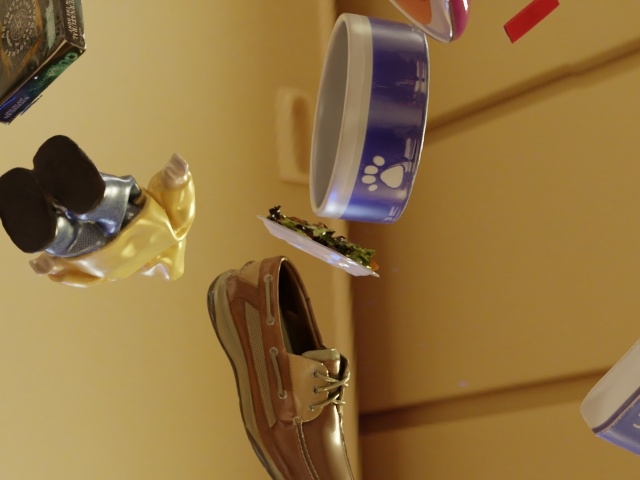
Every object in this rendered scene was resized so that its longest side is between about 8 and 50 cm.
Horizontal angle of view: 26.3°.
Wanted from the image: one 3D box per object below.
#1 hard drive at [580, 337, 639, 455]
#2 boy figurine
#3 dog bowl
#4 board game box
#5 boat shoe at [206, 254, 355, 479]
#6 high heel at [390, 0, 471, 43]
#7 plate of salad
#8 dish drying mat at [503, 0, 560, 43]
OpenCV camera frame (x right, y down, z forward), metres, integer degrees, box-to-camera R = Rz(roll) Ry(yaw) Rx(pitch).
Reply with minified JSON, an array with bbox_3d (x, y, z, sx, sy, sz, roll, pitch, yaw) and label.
[{"bbox_3d":[0.384,0.121,1.077,0.210,0.318,0.040,-51,-147,20],"label":"hard drive"},{"bbox_3d":[-0.191,-0.021,1.316,0.177,0.285,0.092,-38,-106,9],"label":"boy figurine"},{"bbox_3d":[0.060,-0.156,1.777,0.265,0.104,0.265,-173,-90,-81],"label":"dog bowl"},{"bbox_3d":[-0.262,-0.213,1.234,0.126,0.026,0.186,-34,-127,35],"label":"board game box"},{"bbox_3d":[-0.030,0.168,1.647,0.120,0.122,0.324,-30,-102,29],"label":"boat shoe"},{"bbox_3d":[0.089,-0.351,1.092,0.127,0.181,0.377,24,-35,47],"label":"high heel"},{"bbox_3d":[0.000,0.000,1.976,0.200,0.200,0.048,26,-92,50],"label":"plate of salad"},{"bbox_3d":[0.274,-0.293,1.783,0.083,0.032,0.008,-40,-142,-7],"label":"dish drying mat"}]
